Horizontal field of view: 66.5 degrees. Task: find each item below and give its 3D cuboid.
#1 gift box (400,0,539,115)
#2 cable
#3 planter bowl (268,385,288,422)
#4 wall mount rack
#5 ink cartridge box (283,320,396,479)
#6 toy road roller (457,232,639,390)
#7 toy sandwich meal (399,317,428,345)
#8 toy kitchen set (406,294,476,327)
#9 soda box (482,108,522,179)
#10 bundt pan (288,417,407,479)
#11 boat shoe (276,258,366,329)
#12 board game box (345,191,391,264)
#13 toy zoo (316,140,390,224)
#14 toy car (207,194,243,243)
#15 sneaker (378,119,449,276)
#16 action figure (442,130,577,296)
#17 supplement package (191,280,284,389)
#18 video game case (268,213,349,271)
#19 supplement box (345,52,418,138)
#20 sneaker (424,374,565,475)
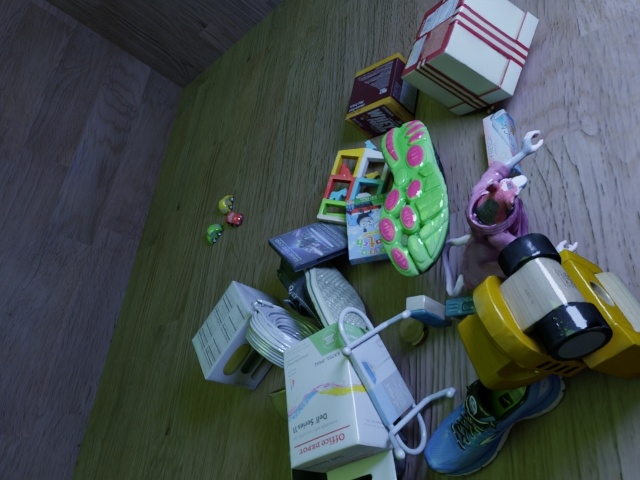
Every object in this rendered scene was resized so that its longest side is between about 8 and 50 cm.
[{"bbox_3d":[0.402,-0.508,1.329,0.255,0.258,0.276,-67,18,-3],"label":"gift box"},{"bbox_3d":[-0.090,0.287,1.400,0.089,0.257,0.257,-61,21,10],"label":"cable"},{"bbox_3d":[-0.054,0.453,1.358,0.162,0.162,0.109,-27,76,37],"label":"planter bowl"},{"bbox_3d":[0.142,0.291,1.020,0.130,0.304,0.350,-36,78,36],"label":"wall mount rack"},{"bbox_3d":[0.033,0.388,1.105,0.207,0.119,0.354,-35,45,30],"label":"ink cartridge box"},{"bbox_3d":[0.404,0.155,0.871,0.241,0.329,0.203,-51,37,33],"label":"toy road roller"},{"bbox_3d":[0.238,0.226,1.245,0.085,0.029,0.086,-34,42,37],"label":"toy sandwich meal"},{"bbox_3d":[0.308,0.209,1.096,0.207,0.122,0.166,-18,55,43],"label":"toy kitchen set"},{"bbox_3d":[0.463,-0.240,1.245,0.063,0.058,0.183,-23,52,40],"label":"soda box"},{"bbox_3d":[0.075,0.505,1.185,0.330,0.124,0.331,-27,50,36],"label":"bundt pan"},{"bbox_3d":[-0.012,0.164,1.457,0.156,0.186,0.500,-58,32,14],"label":"boat shoe"},{"bbox_3d":[0.158,-0.039,1.436,0.160,0.039,0.212,-10,57,12],"label":"board game box"},{"bbox_3d":[0.118,-0.188,1.574,0.192,0.030,0.293,10,73,27],"label":"toy zoo"},{"bbox_3d":[-0.455,-0.082,2.217,0.225,0.053,0.239,-51,38,14],"label":"toy car"},{"bbox_3d":[0.266,-0.109,1.270,0.185,0.202,0.483,-18,46,31],"label":"sneaker"},{"bbox_3d":[0.347,-0.046,1.001,0.275,0.370,0.248,-16,69,19],"label":"action figure"},{"bbox_3d":[-0.255,0.316,1.620,0.263,0.199,0.198,-54,39,10],"label":"supplement package"},{"bbox_3d":[0.000,0.000,1.510,0.274,0.026,0.196,-21,33,-21],"label":"video game case"},{"bbox_3d":[0.209,-0.475,1.625,0.191,0.129,0.194,-10,61,46],"label":"supplement box"},{"bbox_3d":[0.319,0.345,0.980,0.330,0.147,0.130,-51,39,16],"label":"sneaker"}]
